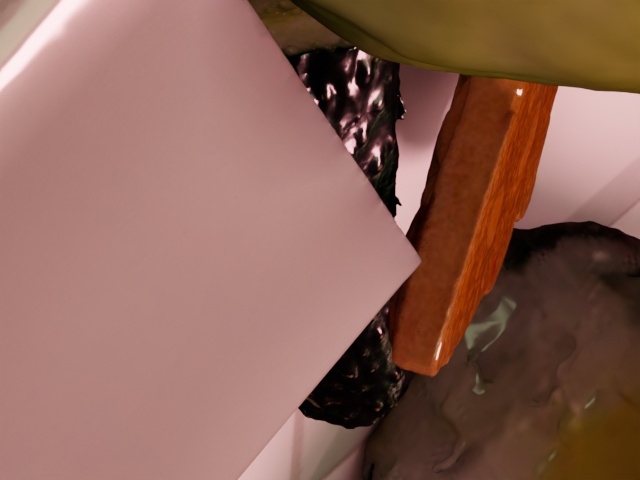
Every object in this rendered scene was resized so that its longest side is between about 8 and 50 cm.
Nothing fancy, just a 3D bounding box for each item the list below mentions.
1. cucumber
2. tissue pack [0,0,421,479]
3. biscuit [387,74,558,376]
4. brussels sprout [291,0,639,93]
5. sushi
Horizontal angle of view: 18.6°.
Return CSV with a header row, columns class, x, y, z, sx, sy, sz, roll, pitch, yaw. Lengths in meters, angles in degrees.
class,x,y,z,sx,sy,sz,roll,pitch,yaw
cucumber,0.000,0.000,0.809,0.081,0.072,0.303,-44,152,-25
tissue pack,-0.098,-0.022,0.516,0.136,0.159,0.246,-51,155,-6
biscuit,0.075,-0.048,0.836,0.183,0.043,0.280,90,22,-48
brussels sprout,0.121,-0.202,0.464,0.425,0.342,0.361,-41,146,-25
sushi,0.195,0.156,1.100,0.294,0.281,0.299,22,86,-64
